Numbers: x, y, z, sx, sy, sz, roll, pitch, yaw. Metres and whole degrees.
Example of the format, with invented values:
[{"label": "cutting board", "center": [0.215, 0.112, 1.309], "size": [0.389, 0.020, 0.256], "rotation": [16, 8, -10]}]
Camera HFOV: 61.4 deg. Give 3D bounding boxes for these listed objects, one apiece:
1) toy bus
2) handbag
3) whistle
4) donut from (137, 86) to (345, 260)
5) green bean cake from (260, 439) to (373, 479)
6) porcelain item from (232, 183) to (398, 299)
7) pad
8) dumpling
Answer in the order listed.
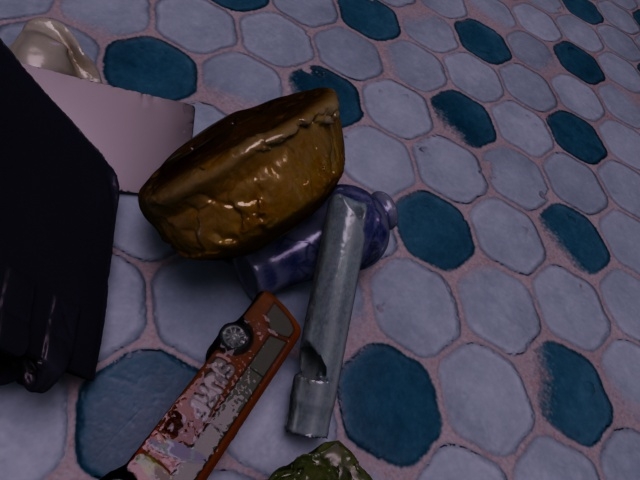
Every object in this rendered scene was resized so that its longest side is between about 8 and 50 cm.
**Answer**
[{"label": "toy bus", "center": [-0.155, 0.227, 0.611], "size": [0.092, 0.093, 0.409], "rotation": [35, 52, 2]}, {"label": "handbag", "center": [-0.343, -0.017, 0.567], "size": [0.122, 0.303, 0.329], "rotation": [-11, 61, 4]}, {"label": "whistle", "center": [0.012, 0.094, 0.705], "size": [0.062, 0.062, 0.312], "rotation": [14, 82, -14]}, {"label": "donut", "center": [-0.098, -0.085, 0.734], "size": [0.330, 0.330, 0.159], "rotation": [-38, 115, -37]}, {"label": "green bean cake", "center": [-0.007, 0.351, 0.577], "size": [0.200, 0.113, 0.214], "rotation": [-29, 72, -34]}, {"label": "porcelain item", "center": [0.000, 0.000, 0.810], "size": [0.259, 0.141, 0.141], "rotation": [-25, 70, -23]}, {"label": "pad", "center": [-0.323, -0.155, 0.797], "size": [0.265, 0.009, 0.159], "rotation": [9, 79, -26]}, {"label": "dumpling", "center": [-0.404, -0.251, 0.824], "size": [0.134, 0.100, 0.169], "rotation": [14, 55, -18]}]
